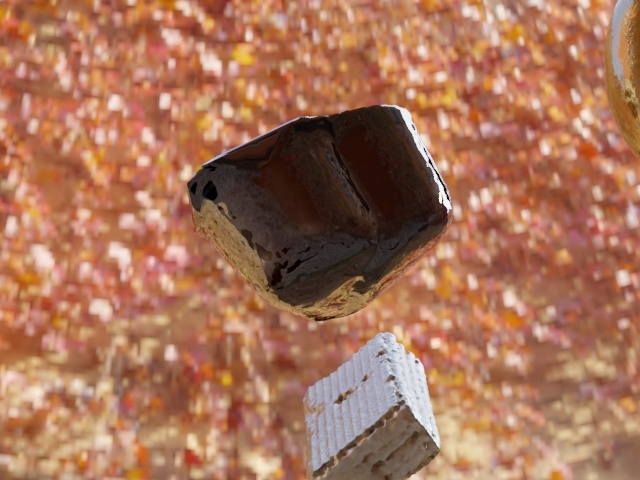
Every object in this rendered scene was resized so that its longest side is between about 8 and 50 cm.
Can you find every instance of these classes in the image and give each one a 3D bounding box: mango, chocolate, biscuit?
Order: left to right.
[{"bbox_3d":[0.000,0.000,1.039,0.149,0.080,0.125,-13,-36,-37],"label":"chocolate"},{"bbox_3d":[0.037,0.150,1.566,0.108,0.239,0.062,-38,-80,7],"label":"biscuit"},{"bbox_3d":[0.253,-0.107,1.323,0.111,0.163,0.089,-37,-19,3],"label":"mango"}]
